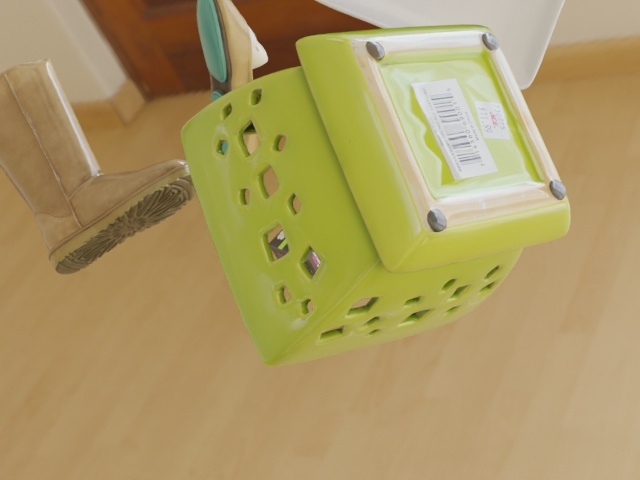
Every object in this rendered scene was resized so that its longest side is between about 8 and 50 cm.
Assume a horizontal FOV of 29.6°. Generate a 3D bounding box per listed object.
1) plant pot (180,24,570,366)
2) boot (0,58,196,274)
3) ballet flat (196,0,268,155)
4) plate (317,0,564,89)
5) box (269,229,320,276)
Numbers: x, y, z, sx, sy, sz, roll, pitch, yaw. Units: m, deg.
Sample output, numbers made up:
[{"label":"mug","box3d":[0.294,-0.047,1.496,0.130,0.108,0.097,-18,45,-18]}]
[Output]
[{"label":"plant pot","box3d":[0.053,-0.049,0.984,0.227,0.228,0.207,-10,-17,-38]},{"label":"boot","box3d":[-0.308,-0.124,1.550,0.236,0.089,0.269,-31,73,3]},{"label":"ballet flat","box3d":[-0.092,-0.182,1.367,0.073,0.232,0.080,-16,34,-22]},{"label":"plate","box3d":[0.152,-0.338,1.352,0.045,0.278,0.277,138,155,-81]},{"label":"box","box3d":[0.000,0.000,1.264,0.062,0.052,0.083,18,57,46]}]
